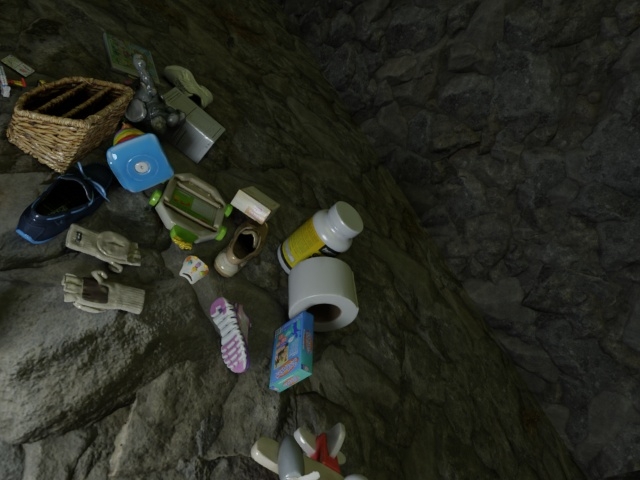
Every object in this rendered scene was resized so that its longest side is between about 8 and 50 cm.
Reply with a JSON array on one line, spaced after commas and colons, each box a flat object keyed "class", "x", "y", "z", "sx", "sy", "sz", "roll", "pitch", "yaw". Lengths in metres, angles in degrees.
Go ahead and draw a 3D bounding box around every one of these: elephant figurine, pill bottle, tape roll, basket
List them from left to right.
[{"class": "basket", "x": -0.737, "y": -0.388, "z": 1.221, "sx": 0.214, "sy": 0.223, "sz": 0.299, "roll": 38, "pitch": 36, "yaw": -19}, {"class": "elephant figurine", "x": -0.596, "y": -0.476, "z": 1.441, "sx": 0.239, "sy": 0.186, "sz": 0.169, "roll": 48, "pitch": -5, "yaw": -11}, {"class": "pill bottle", "x": 0.000, "y": 0.000, "z": 1.612, "sx": 0.188, "sy": 0.334, "sz": 0.187, "roll": 31, "pitch": 38, "yaw": -27}, {"class": "tape roll", "x": 0.005, "y": 0.197, "z": 1.507, "sx": 0.246, "sy": 0.246, "sz": 0.169, "roll": 28, "pitch": 38, "yaw": -31}]

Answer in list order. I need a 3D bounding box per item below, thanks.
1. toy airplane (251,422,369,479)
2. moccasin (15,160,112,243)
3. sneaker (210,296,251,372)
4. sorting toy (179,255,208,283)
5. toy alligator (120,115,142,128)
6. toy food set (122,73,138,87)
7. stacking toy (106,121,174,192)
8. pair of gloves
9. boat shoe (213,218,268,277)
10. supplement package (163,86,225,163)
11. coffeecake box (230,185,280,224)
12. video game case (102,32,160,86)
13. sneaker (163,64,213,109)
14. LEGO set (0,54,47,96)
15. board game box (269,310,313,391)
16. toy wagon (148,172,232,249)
[{"class": "toy airplane", "x": 0.033, "y": 0.646, "z": 1.068, "sx": 0.386, "sy": 0.272, "sz": 0.384, "roll": 1, "pitch": 56, "yaw": -49}, {"class": "moccasin", "x": -0.664, "y": -0.120, "z": 1.137, "sx": 0.138, "sy": 0.117, "sz": 0.341, "roll": 36, "pitch": 36, "yaw": -22}, {"class": "sneaker", "x": -0.250, "y": 0.282, "z": 1.265, "sx": 0.105, "sy": 0.095, "sz": 0.236, "roll": 15, "pitch": 45, "yaw": -52}, {"class": "sorting toy", "x": -0.404, "y": 0.097, "z": 1.315, "sx": 0.083, "sy": 0.045, "sz": 0.075, "roll": 42, "pitch": 53, "yaw": -13}, {"class": "toy alligator", "x": -0.682, "y": -0.425, "z": 1.485, "sx": 0.190, "sy": 0.056, "sz": 0.051, "roll": 43, "pitch": 67, "yaw": -40}, {"class": "toy food set", "x": -0.730, "y": -0.587, "z": 1.615, "sx": 0.078, "sy": 0.019, "sz": 0.122, "roll": 19, "pitch": 52, "yaw": -39}, {"class": "stacking toy", "x": -0.618, "y": -0.312, "z": 1.371, "sx": 0.301, "sy": 0.166, "sz": 0.175, "roll": 52, "pitch": -17, "yaw": 40}, {"class": "pair of gloves", "x": -0.576, "y": 0.082, "z": 1.109, "sx": 0.204, "sy": 0.042, "sz": 0.239, "roll": 17, "pitch": 50, "yaw": -46}, {"class": "boat shoe", "x": -0.257, "y": 0.005, "z": 1.505, "sx": 0.122, "sy": 0.110, "sz": 0.341, "roll": 43, "pitch": 33, "yaw": -12}, {"class": "supplement package", "x": -0.522, "y": -0.446, "z": 1.615, "sx": 0.244, "sy": 0.134, "sz": 0.139, "roll": 39, "pitch": 35, "yaw": -17}, {"class": "coffeecake box", "x": -0.249, "y": -0.141, "z": 1.621, "sx": 0.142, "sy": 0.068, "sz": 0.185, "roll": 35, "pitch": 13, "yaw": -2}, {"class": "video game case", "x": -0.775, "y": -0.741, "z": 1.707, "sx": 0.194, "sy": 0.023, "sz": 0.212, "roll": 5, "pitch": 53, "yaw": -48}, {"class": "sneaker", "x": -0.581, "y": -0.662, "z": 1.805, "sx": 0.232, "sy": 0.090, "sz": 0.115, "roll": 35, "pitch": 39, "yaw": -21}, {"class": "LEGO set", "x": -0.965, "y": -0.529, "z": 1.243, "sx": 0.244, "sy": 0.060, "sz": 0.182, "roll": 35, "pitch": 40, "yaw": -23}, {"class": "board game box", "x": -0.090, "y": 0.350, "z": 1.318, "sx": 0.047, "sy": 0.160, "sz": 0.210, "roll": 32, "pitch": 38, "yaw": -27}, {"class": "toy wagon", "x": -0.446, "y": -0.093, "z": 1.418, "sx": 0.267, "sy": 0.068, "sz": 0.344, "roll": 31, "pitch": 38, "yaw": -27}]
